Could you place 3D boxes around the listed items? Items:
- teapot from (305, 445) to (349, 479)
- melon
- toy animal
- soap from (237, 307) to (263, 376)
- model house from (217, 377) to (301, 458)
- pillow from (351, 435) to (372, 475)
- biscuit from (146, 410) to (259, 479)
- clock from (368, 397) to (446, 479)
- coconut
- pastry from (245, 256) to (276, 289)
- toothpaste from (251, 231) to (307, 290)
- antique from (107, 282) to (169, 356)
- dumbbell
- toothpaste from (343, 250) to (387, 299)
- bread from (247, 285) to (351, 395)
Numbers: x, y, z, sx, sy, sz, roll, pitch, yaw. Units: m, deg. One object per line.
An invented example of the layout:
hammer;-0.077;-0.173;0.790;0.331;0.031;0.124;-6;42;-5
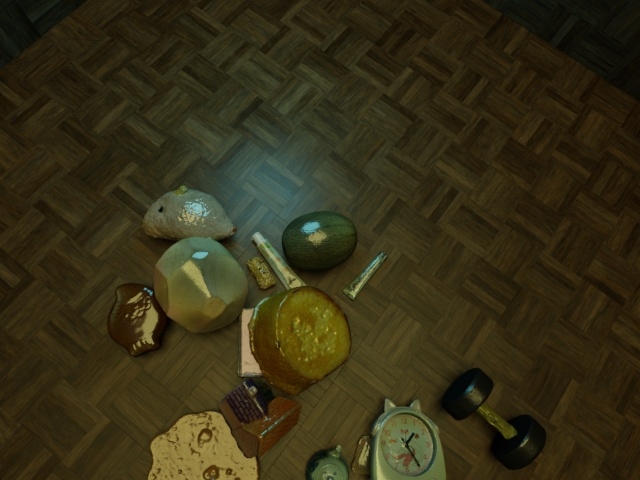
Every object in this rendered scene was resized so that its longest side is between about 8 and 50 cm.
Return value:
teapot;0.027;0.830;1.581;0.159;0.159;0.231;18;72;1
melon;0.000;0.000;1.787;0.302;0.237;0.237;-12;74;-11
toy animal;-0.509;-0.098;1.802;0.359;0.188;0.226;13;67;-10
soap;-0.223;0.389;1.731;0.181;0.081;0.259;-1;72;-6
model house;-0.198;0.587;1.558;0.202;0.237;0.236;-23;75;-37
pillow;0.228;0.817;1.661;0.211;0.034;0.135;22;70;1
biscuit;-0.415;0.797;1.598;0.386;0.062;0.364;-8;72;-10
clock;0.304;0.742;1.630;0.266;0.108;0.323;6;62;-8
coconut;-0.429;0.166;1.651;0.353;0.352;0.352;1;73;-4
pastry;-0.240;0.130;1.824;0.080;0.056;0.140;-27;83;-4
toothpaste;-0.172;0.096;1.842;0.314;0.058;0.056;52;32;7
antique;-0.682;0.293;1.698;0.224;0.129;0.277;-23;76;-11
dumbbell;0.630;0.648;1.656;0.322;0.203;0.204;43;75;8
toothpaste;0.190;0.141;1.863;0.062;0.039;0.239;40;76;12
bread;-0.068;0.342;1.631;0.399;0.215;0.397;18;58;-32
